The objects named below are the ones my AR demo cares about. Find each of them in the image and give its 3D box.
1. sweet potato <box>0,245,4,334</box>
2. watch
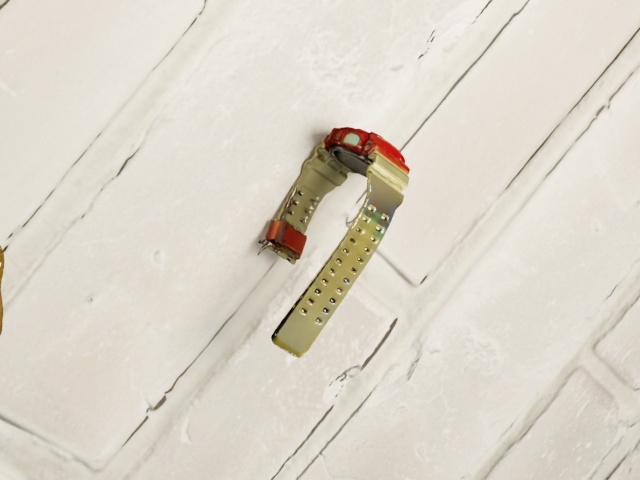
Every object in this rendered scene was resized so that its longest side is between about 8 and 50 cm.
[{"bbox_3d":[-0.365,0.062,1.259,0.026,0.026,0.115,0,110,-27],"label":"sweet potato"},{"bbox_3d":[0.001,-0.007,1.336,0.102,0.165,0.268,33,90,-32],"label":"watch"}]
